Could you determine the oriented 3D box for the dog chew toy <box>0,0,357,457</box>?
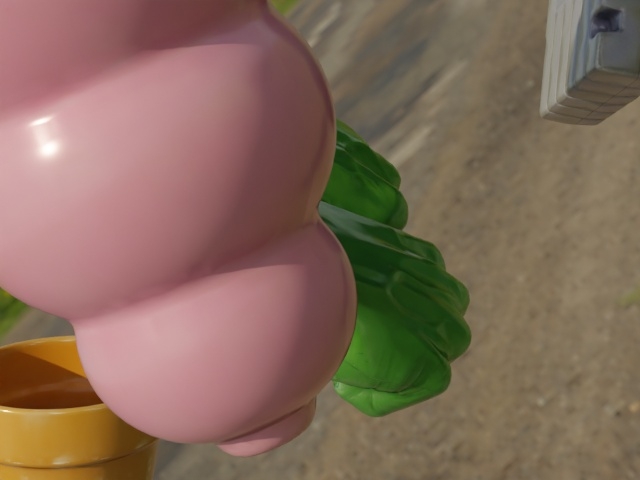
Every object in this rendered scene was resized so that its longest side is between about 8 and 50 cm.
[{"bbox_3d":[-0.087,-0.058,0.756,0.207,0.331,0.206,-23,9,4],"label":"dog chew toy"}]

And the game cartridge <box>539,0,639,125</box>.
[{"bbox_3d":[0.203,-0.264,1.130,0.230,0.068,0.355,56,-140,-85],"label":"game cartridge"}]

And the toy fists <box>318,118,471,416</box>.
[{"bbox_3d":[0.000,0.000,1.055,0.096,0.142,0.279,-58,33,22],"label":"toy fists"}]

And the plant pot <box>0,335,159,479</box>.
[{"bbox_3d":[-0.239,0.211,1.619,0.205,0.188,0.205,-1,16,0],"label":"plant pot"}]
